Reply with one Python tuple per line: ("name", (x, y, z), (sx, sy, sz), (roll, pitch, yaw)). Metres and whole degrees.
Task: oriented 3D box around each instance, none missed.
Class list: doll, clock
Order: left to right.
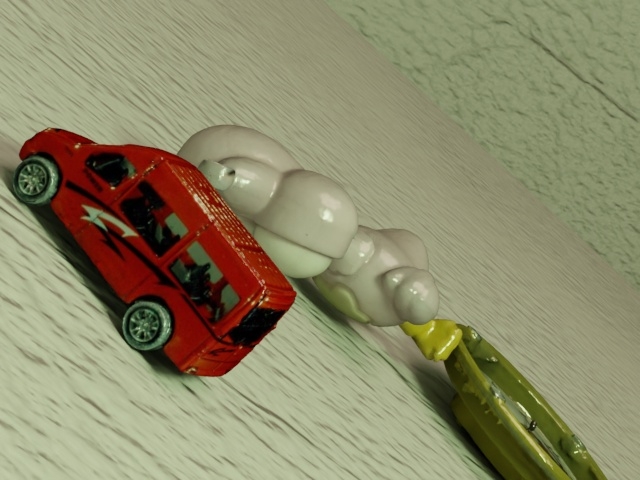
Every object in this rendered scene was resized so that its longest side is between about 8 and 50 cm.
("doll", (0.000, -0.001, 1.485), (0.160, 0.094, 0.365), (32, 1, 33))
("clock", (0.178, 0.175, 1.662), (0.237, 0.057, 0.237), (46, 11, -11))

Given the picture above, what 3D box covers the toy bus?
("toy bus", (-0.108, -0.006, 1.191), (0.195, 0.089, 0.081), (50, 12, 18))
